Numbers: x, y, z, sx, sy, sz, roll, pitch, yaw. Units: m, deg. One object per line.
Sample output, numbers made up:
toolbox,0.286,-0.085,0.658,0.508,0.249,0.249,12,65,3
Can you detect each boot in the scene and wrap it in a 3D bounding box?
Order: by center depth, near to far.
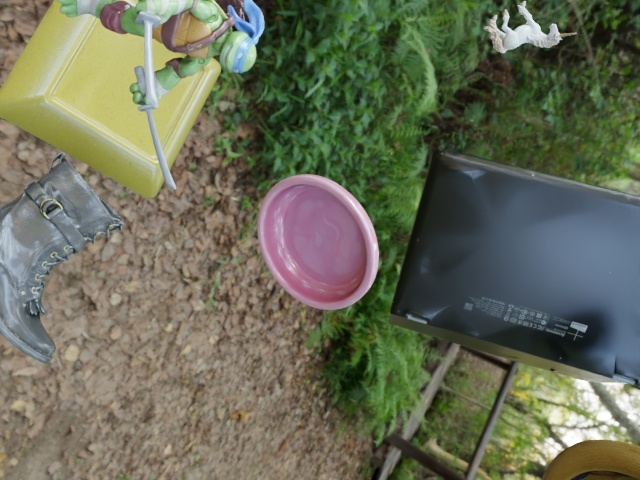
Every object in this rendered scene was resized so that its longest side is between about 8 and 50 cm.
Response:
boot,-0.400,0.025,0.858,0.229,0.091,0.262,-35,105,-25

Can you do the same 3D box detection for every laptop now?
laptop,0.322,0.070,0.906,0.236,0.382,0.407,-55,159,-65

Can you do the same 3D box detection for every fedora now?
fedora,0.353,0.320,0.654,0.079,0.194,0.194,12,101,-44

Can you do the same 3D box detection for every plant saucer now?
plant saucer,-0.362,-0.293,1.069,0.333,0.081,0.332,33,76,-38
plant saucer,0.000,0.000,1.353,0.084,0.332,0.332,-29,137,-49

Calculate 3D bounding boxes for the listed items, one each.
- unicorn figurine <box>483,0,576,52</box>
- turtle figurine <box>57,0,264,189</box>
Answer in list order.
unicorn figurine,0.435,-0.447,1.212,0.111,0.162,0.060,65,9,-3
turtle figurine,-0.236,-0.256,0.720,0.274,0.266,0.198,-55,175,1
